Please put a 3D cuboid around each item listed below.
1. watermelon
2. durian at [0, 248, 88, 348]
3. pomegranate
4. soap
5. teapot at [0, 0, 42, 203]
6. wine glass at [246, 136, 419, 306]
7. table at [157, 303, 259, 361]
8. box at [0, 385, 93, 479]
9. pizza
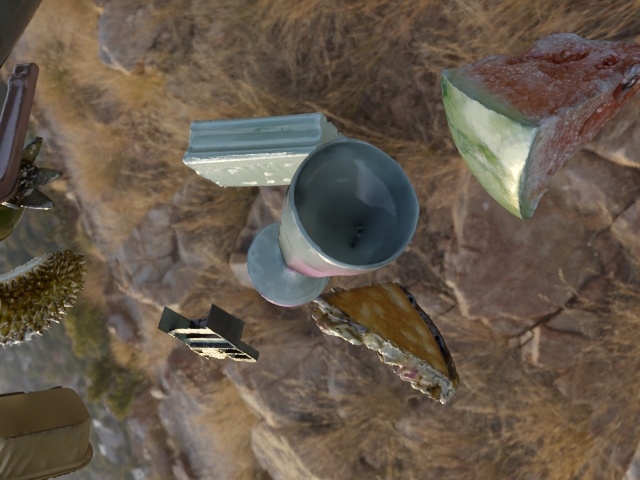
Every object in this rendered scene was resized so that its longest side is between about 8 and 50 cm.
[{"bbox_3d":[0.156,-0.107,0.493,0.158,0.121,0.098,-47,62,18],"label":"watermelon"},{"bbox_3d":[-0.516,0.108,1.202,0.138,0.249,0.183,54,163,23],"label":"durian"},{"bbox_3d":[-0.438,-0.070,0.858,0.224,0.181,0.182,0,113,26],"label":"pomegranate"},{"bbox_3d":[-0.069,-0.115,0.899,0.198,0.114,0.063,1,75,26],"label":"soap"},{"bbox_3d":[-0.362,-0.185,0.597,0.253,0.300,0.344,1,73,18],"label":"teapot"},{"bbox_3d":[0.000,0.000,0.424,0.073,0.073,0.155,57,159,6],"label":"wine glass"},{"bbox_3d":[-0.232,0.199,1.459,0.146,0.063,0.175,-6,148,36],"label":"table"},{"bbox_3d":[-0.366,0.245,0.835,0.111,0.177,0.111,-2,87,41],"label":"box"},{"bbox_3d":[0.122,0.174,1.149,0.251,0.287,0.074,47,117,29],"label":"pizza"}]
